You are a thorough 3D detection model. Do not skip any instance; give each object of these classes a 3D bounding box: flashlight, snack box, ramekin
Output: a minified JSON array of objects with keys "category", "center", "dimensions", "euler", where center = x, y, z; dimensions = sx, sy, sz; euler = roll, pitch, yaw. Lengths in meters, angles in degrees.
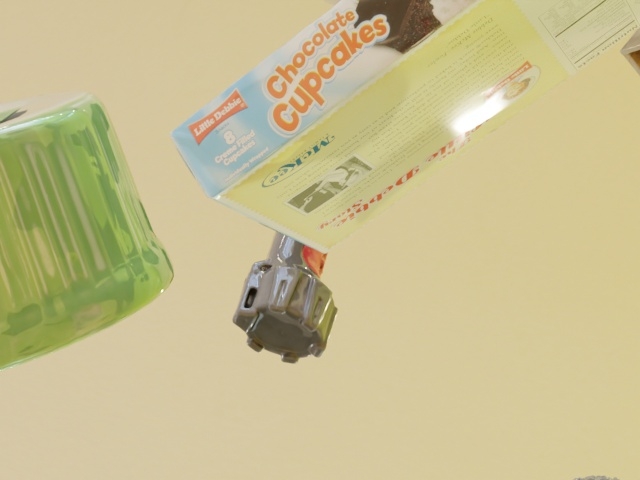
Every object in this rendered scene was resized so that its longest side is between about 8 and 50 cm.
[{"category":"flashlight","center":[0.000,0.000,1.552],"dimensions":[0.103,0.103,0.304],"euler":[60,-152,-33]},{"category":"snack box","center":[0.081,-0.119,0.932],"dimensions":[0.322,0.187,0.060],"euler":[-36,-112,11]},{"category":"ramekin","center":[-0.269,-0.004,1.063],"dimensions":[0.303,0.303,0.148],"euler":[-21,-76,-26]}]

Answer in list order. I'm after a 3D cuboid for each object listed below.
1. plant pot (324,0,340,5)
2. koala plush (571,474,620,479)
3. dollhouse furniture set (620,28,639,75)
[{"category":"plant pot","center":[0.144,-0.313,1.603],"dimensions":[0.256,0.274,0.256],"euler":[-28,-40,-27]},{"category":"koala plush","center":[0.208,0.320,1.193],"dimensions":[0.203,0.196,0.221],"euler":[39,-74,-10]},{"category":"dollhouse furniture set","center":[0.320,-0.233,1.261],"dimensions":[0.161,0.182,0.101],"euler":[48,-113,-17]}]
